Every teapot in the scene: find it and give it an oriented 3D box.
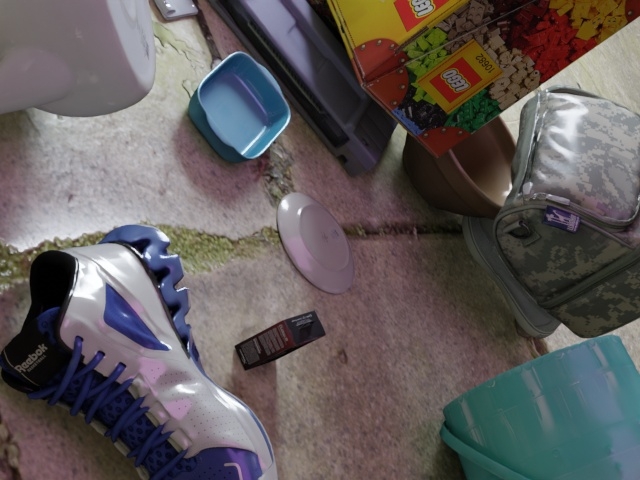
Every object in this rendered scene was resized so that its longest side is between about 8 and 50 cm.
[{"bbox_3d":[-0.277,-0.231,1.161,0.256,0.187,0.252,-40,119,-84],"label":"teapot"}]

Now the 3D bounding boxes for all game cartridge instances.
[{"bbox_3d":[-0.015,-0.282,1.676,0.355,0.068,0.230,50,37,-14],"label":"game cartridge"}]

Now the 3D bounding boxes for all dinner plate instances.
[{"bbox_3d":[0.000,0.000,1.497,0.141,0.017,0.141,36,37,-34],"label":"dinner plate"}]

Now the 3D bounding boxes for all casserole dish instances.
[{"bbox_3d":[-0.102,-0.159,1.469,0.114,0.037,0.188,52,33,-12],"label":"casserole dish"}]

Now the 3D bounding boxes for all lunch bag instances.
[{"bbox_3d":[0.367,-0.051,1.689,0.256,0.212,0.305,38,43,-18],"label":"lunch bag"}]

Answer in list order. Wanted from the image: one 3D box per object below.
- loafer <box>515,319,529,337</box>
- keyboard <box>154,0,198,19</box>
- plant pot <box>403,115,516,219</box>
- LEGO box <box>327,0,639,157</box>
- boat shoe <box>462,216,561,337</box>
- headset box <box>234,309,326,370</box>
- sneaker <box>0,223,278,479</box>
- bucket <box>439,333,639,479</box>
[{"bbox_3d":[0.323,0.106,1.835,0.045,0.039,0.125,29,49,-1],"label":"loafer"},{"bbox_3d":[-0.237,-0.389,1.501,0.256,0.014,0.072,59,26,0],"label":"keyboard"},{"bbox_3d":[0.199,-0.122,1.788,0.237,0.110,0.237,36,38,-34],"label":"plant pot"},{"bbox_3d":[0.190,-0.424,1.676,0.193,0.372,0.500,38,25,-42],"label":"LEGO box"},{"bbox_3d":[0.296,0.033,1.789,0.079,0.081,0.227,-15,66,-38],"label":"boat shoe"},{"bbox_3d":[-0.040,0.105,1.286,0.062,0.083,0.032,-13,75,-56],"label":"headset box"},{"bbox_3d":[-0.180,0.131,1.051,0.182,0.127,0.315,-3,60,-51],"label":"sneaker"},{"bbox_3d":[0.290,0.246,1.462,0.281,0.281,0.183,3,60,-54],"label":"bucket"}]
